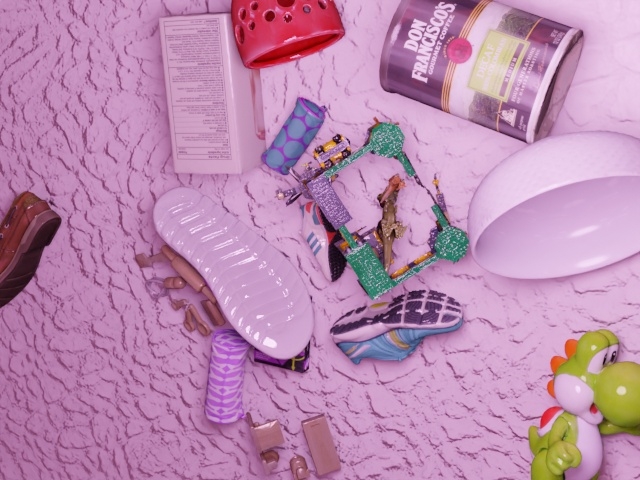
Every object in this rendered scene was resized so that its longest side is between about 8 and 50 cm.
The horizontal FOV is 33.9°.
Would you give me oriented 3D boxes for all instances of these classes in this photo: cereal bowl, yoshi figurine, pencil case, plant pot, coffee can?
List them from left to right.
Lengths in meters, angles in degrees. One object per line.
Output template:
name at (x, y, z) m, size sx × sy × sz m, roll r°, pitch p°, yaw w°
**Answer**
pencil case at (-0.189, 0.281, 2.159) m, size 0.088 × 0.086 × 0.206 m, roll 4°, pitch 117°, yaw -6°
plant pot at (-0.070, -0.414, 1.859) m, size 0.191 × 0.191 × 0.174 m, roll -16°, pitch 92°, yaw 28°
pencil case at (-0.050, -0.197, 1.979) m, size 0.151 × 0.064 × 0.070 m, roll -54°, pitch 40°, yaw 28°
coffee can at (0.263, -0.294, 1.724) m, size 0.275 × 0.201 × 0.201 m, roll 23°, pitch 113°, yaw 18°
cereal bowl at (0.393, -0.072, 1.684) m, size 0.339 × 0.339 × 0.141 m, roll -27°, pitch 58°, yaw 29°
yoshi figurine at (0.476, 0.340, 1.817) m, size 0.203 × 0.203 × 0.362 m, roll 12°, pitch 107°, yaw 6°

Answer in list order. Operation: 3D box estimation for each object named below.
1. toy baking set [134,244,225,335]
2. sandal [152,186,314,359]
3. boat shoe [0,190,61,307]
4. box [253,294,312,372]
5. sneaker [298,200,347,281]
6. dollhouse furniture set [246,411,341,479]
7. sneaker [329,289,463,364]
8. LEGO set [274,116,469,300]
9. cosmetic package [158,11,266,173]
toy baking set at (-0.296, 0.100, 2.159) m, size 0.256 × 0.030 × 0.197 m, roll 46°, pitch 143°, yaw 11°
sandal at (-0.164, 0.059, 2.075) m, size 0.416 × 0.169 × 0.102 m, roll 50°, pitch 163°, yaw 10°
boat shoe at (-0.687, 0.026, 2.333) m, size 0.104 × 0.111 × 0.307 m, roll 43°, pitch 108°, yaw 13°
box at (-0.077, 0.178, 2.117) m, size 0.116 × 0.029 × 0.162 m, roll 10°, pitch 107°, yaw 23°
sneaker at (0.000, 0.000, 2.024) m, size 0.075 × 0.057 × 0.161 m, roll -1°, pitch 106°, yaw 43°
dollhouse furniture set at (-0.057, 0.413, 2.175) m, size 0.151 × 0.123 × 0.144 m, roll -18°, pitch 97°, yaw -6°
sneaker at (0.152, 0.169, 1.982) m, size 0.275 × 0.107 × 0.110 m, roll -15°, pitch 117°, yaw 33°
LEGO set at (0.101, -0.057, 1.911) m, size 0.255 × 0.192 × 0.331 m, roll -41°, pitch 99°, yaw 0°
cosmetic package at (-0.200, -0.281, 1.992) m, size 0.153 × 0.129 × 0.296 m, roll 4°, pitch 105°, yaw 24°
